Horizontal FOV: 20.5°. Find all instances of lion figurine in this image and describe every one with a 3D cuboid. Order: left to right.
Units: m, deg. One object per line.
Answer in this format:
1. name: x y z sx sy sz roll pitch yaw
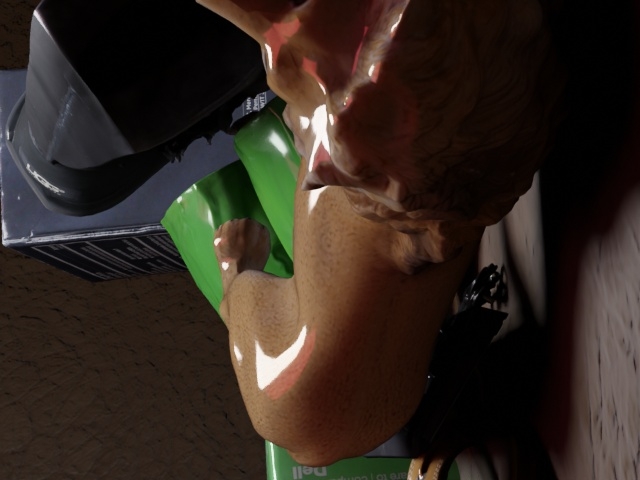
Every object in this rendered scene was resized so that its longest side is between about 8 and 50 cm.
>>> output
1. lion figurine: 0.020 -0.011 0.752 0.392 0.142 0.240 92 176 -45

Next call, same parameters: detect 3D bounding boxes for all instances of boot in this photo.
1. boot: -0.046 -0.181 1.099 0.367 0.146 0.445 -53 4 -12

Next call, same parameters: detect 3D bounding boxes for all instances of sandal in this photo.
1. sandal: 0.068 0.117 0.857 0.219 0.060 0.090 -101 8 -67

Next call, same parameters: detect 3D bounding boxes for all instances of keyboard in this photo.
1. keyboard: 0.055 0.060 0.892 0.108 0.023 0.180 -58 3 -9

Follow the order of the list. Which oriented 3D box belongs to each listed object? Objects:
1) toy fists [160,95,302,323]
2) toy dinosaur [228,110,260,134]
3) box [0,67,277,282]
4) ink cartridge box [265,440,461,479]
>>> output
1. toy fists: 0.000 0.000 1.076 0.142 0.096 0.279 62 152 5
2. toy dinosaur: 0.012 -0.018 1.239 0.121 0.160 0.313 -54 -15 -43
3. box: -0.136 -0.072 1.759 0.296 0.294 0.183 45 -141 -78
4. ink cartridge box: 0.038 0.265 1.038 0.211 0.121 0.289 90 174 -56
